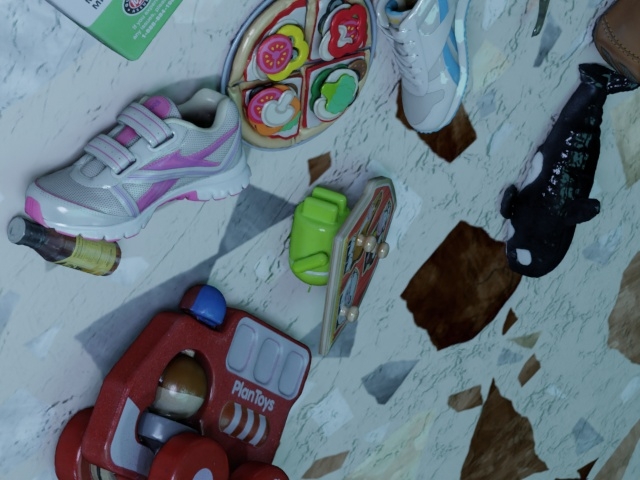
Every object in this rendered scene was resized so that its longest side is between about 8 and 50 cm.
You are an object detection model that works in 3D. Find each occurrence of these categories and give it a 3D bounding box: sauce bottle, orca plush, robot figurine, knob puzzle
[{"bbox_3d":[-0.251,0.004,1.717,0.128,0.042,0.042,21,104,-47],"label":"sauce bottle"},{"bbox_3d":[0.324,-0.068,2.168,0.151,0.102,0.287,17,107,-49],"label":"orca plush"},{"bbox_3d":[0.000,0.000,1.935,0.101,0.067,0.115,-52,155,-54],"label":"robot figurine"},{"bbox_3d":[0.055,0.013,1.955,0.213,0.030,0.213,19,90,-76],"label":"knob puzzle"}]

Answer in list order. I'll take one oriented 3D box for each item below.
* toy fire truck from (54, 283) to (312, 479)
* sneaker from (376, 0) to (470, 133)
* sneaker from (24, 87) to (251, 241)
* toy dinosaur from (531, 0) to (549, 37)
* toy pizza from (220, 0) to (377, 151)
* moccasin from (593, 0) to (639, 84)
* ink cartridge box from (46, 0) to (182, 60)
[{"bbox_3d":[-0.134,0.186,1.905,0.302,0.169,0.254,34,70,-52],"label":"toy fire truck"},{"bbox_3d":[0.104,-0.220,1.857,0.092,0.087,0.229,-15,122,-30],"label":"sneaker"},{"bbox_3d":[-0.176,-0.082,1.685,0.252,0.103,0.111,-25,131,-38],"label":"sneaker"},{"bbox_3d":[0.295,-0.358,1.949,0.118,0.064,0.268,-17,133,-26],"label":"toy dinosaur"},{"bbox_3d":[-0.016,-0.177,1.808,0.201,0.032,0.201,-25,135,-29],"label":"toy pizza"},{"bbox_3d":[0.488,-0.339,2.077,0.380,0.147,0.139,-47,139,-5],"label":"moccasin"},{"bbox_3d":[-0.207,-0.313,1.443,0.211,0.121,0.289,-53,141,2],"label":"ink cartridge box"}]
